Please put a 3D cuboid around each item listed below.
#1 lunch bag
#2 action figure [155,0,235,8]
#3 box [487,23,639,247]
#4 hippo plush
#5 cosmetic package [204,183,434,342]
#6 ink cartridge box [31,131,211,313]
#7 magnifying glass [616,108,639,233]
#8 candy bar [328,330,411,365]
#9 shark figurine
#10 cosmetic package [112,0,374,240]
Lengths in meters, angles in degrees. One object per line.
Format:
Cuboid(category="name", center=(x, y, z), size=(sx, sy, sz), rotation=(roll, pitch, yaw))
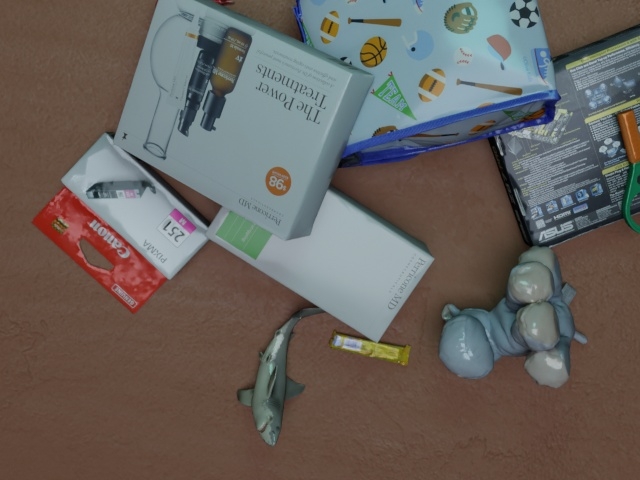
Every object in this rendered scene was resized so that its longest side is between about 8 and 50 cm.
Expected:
Cuboid(category="lunch bag", center=(0.165, -0.314, 1.391), size=(0.386, 0.239, 0.327), rotation=(-14, 82, 11))
Cuboid(category="action figure", center=(-0.212, -0.345, 1.503), size=(0.139, 0.091, 0.280), rotation=(-10, 101, 9))
Cuboid(category="box", center=(0.514, -0.196, 1.525), size=(0.395, 0.097, 0.318), rotation=(-22, 102, 5))
Cuboid(category="hippo plush", center=(0.331, 0.140, 1.540), size=(0.237, 0.294, 0.234), rotation=(-11, 98, 26))
Cuboid(category="cosmetic package", center=(0.000, 0.000, 1.532), size=(0.366, 0.155, 0.197), rotation=(31, 98, -4))
Cuboid(category="ink cartridge box", center=(-0.375, -0.026, 1.577), size=(0.275, 0.060, 0.239), rotation=(43, 96, -7))
Cuboid(category="magnifying glass", center=(0.564, -0.118, 1.482), size=(0.092, 0.026, 0.230), rotation=(-19, 106, 3))
Cuboid(category="candy bar", center=(0.096, 0.209, 1.638), size=(0.162, 0.018, 0.040), rotation=(12, 97, -2))
Cuboid(category="shark figurine", center=(-0.063, 0.249, 1.623), size=(0.116, 0.166, 0.278), rotation=(22, 82, -29))
Cuboid(category="cosmetic package", center=(-0.137, -0.210, 1.371), size=(0.377, 0.097, 0.284), rotation=(29, 110, 21))
